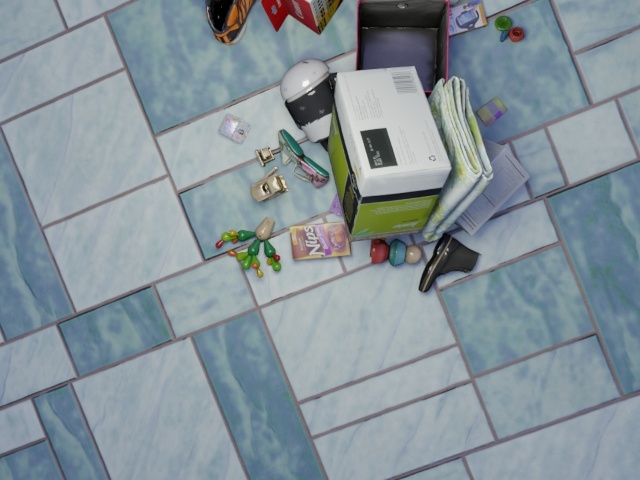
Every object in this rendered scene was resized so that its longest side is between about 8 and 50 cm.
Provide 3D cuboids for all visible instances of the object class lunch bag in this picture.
[{"bbox_3d":[-0.271,-0.355,1.892,0.083,0.053,0.071,28,96,-6],"label":"lunch bag"}]

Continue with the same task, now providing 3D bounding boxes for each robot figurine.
[{"bbox_3d":[0.000,-0.408,1.790,0.209,0.173,0.278,-31,109,12],"label":"robot figurine"}]

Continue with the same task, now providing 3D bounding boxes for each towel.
[{"bbox_3d":[0.325,-0.215,1.631,0.090,0.374,0.321,-2,66,-14],"label":"towel"},{"bbox_3d":[0.528,-0.398,1.840,0.083,0.009,0.060,-39,88,5],"label":"towel"}]

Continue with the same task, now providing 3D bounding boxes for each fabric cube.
[{"bbox_3d":[0.232,-0.536,1.736,0.254,0.258,0.259,2,93,6],"label":"fabric cube"}]

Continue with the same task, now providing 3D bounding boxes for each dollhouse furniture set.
[{"bbox_3d":[-0.186,-0.206,1.826,0.101,0.182,0.161,-24,91,6],"label":"dollhouse furniture set"}]

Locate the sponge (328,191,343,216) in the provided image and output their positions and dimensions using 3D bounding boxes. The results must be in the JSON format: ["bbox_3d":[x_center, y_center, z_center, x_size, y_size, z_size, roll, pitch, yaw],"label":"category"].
[{"bbox_3d":[0.119,-0.167,1.856,0.117,0.031,0.210,27,97,28],"label":"sponge"}]

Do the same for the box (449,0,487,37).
[{"bbox_3d":[0.433,-0.678,1.826,0.136,0.028,0.081,-16,92,4],"label":"box"}]

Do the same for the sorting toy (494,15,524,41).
[{"bbox_3d":[0.569,-0.633,1.814,0.102,0.042,0.061,43,80,14],"label":"sorting toy"}]

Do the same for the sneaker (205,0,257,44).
[{"bbox_3d":[-0.253,-0.765,1.804,0.124,0.180,0.321,16,94,4],"label":"sneaker"}]

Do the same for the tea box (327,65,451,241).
[{"bbox_3d":[0.161,-0.221,1.577,0.219,0.323,0.329,-7,63,-10],"label":"tea box"}]

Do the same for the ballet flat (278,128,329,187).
[{"bbox_3d":[-0.070,-0.249,1.875,0.221,0.077,0.079,45,115,1],"label":"ballet flat"}]

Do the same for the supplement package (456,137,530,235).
[{"bbox_3d":[0.468,-0.161,1.774,0.244,0.134,0.139,-46,116,5],"label":"supplement package"}]

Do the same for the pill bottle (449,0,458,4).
[{"bbox_3d":[0.355,-0.769,1.780,0.221,0.124,0.124,2,93,4],"label":"pill bottle"}]

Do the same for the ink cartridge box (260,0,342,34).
[{"bbox_3d":[-0.028,-0.725,1.723,0.130,0.309,0.272,35,96,2],"label":"ink cartridge box"}]

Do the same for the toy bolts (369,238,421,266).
[{"bbox_3d":[0.242,-0.020,1.801,0.158,0.218,0.229,6,111,0],"label":"toy bolts"}]

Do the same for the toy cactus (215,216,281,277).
[{"bbox_3d":[-0.208,0.007,1.889,0.219,0.112,0.181,28,85,12],"label":"toy cactus"}]

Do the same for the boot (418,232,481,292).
[{"bbox_3d":[0.401,0.094,1.848,0.137,0.077,0.198,27,96,-2],"label":"boot"}]

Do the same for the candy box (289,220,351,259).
[{"bbox_3d":[0.000,0.000,1.886,0.186,0.053,0.109,-6,93,7],"label":"candy box"}]
